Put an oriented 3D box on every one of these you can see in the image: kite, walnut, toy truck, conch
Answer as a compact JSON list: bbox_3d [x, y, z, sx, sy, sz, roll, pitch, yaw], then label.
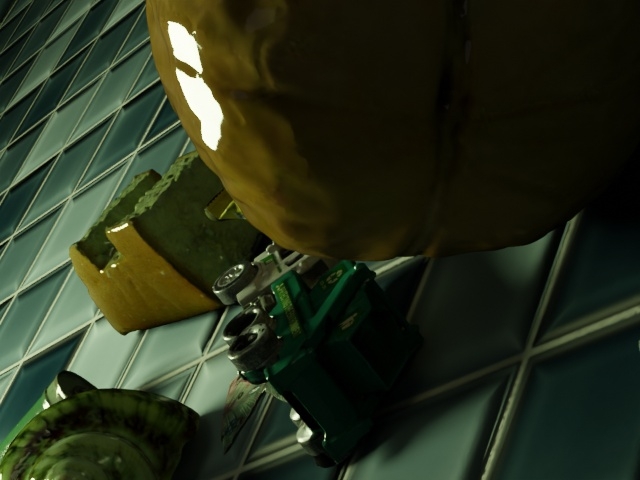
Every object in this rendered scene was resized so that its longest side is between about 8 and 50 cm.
[{"bbox_3d":[-0.042,0.113,1.497,0.137,0.005,0.152,-59,21,-18],"label":"kite"},{"bbox_3d":[0.059,-0.159,1.264,0.398,0.354,0.308,-87,12,-57],"label":"walnut"},{"bbox_3d":[0.003,0.064,1.346,0.116,0.110,0.216,-36,20,5],"label":"toy truck"},{"bbox_3d":[-0.181,0.189,1.499,0.187,0.124,0.181,-46,22,-8],"label":"conch"}]

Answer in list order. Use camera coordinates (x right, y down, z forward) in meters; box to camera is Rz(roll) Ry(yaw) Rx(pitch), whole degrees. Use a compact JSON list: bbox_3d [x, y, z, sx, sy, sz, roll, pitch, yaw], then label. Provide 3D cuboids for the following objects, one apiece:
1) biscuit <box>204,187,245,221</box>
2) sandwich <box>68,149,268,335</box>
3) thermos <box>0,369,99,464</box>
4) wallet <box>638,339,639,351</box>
[{"bbox_3d":[0.035,-0.028,1.398,0.292,0.026,0.048,0,38,38],"label":"biscuit"},{"bbox_3d":[-0.158,0.011,1.763,0.235,0.128,0.122,-22,27,54],"label":"sandwich"},{"bbox_3d":[-0.275,0.211,1.741,0.188,0.073,0.083,-48,21,10],"label":"thermos"},{"bbox_3d":[0.226,0.078,0.921,0.167,0.036,0.222,-41,20,28],"label":"wallet"}]
